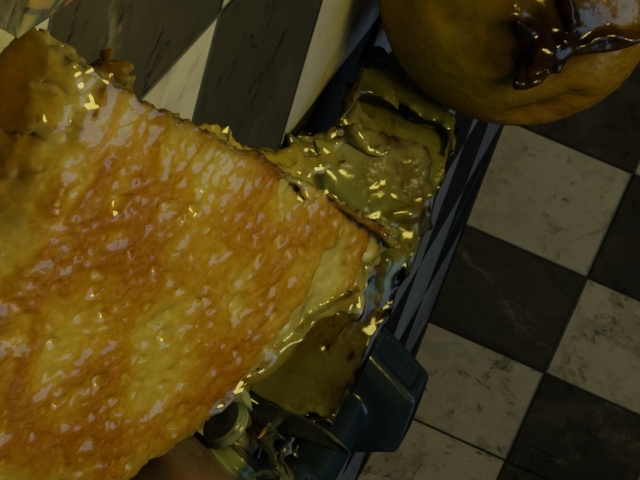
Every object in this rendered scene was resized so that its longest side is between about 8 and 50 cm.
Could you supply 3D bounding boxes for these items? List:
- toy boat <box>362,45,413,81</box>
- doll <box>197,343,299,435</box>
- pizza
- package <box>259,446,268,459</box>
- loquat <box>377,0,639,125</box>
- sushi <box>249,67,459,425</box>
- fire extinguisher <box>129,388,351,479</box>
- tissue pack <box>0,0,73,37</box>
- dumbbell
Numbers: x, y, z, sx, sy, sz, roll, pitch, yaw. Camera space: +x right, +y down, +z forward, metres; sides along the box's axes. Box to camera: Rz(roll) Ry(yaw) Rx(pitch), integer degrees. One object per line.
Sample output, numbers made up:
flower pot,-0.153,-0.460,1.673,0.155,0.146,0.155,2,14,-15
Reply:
toy boat,0.095,-0.213,1.619,0.075,0.077,0.185,93,13,-67
doll,-0.070,0.100,1.328,0.117,0.086,0.291,-62,175,-55
pizza,-0.073,0.026,0.840,0.288,0.075,0.280,-8,128,-49
package,-0.099,0.320,1.979,0.239,0.030,0.154,-59,172,-45
loquat,0.156,-0.199,1.433,0.244,0.244,0.244,24,90,-82
sushi,0.002,0.000,1.461,0.291,0.139,0.131,-65,-168,-2
fire extinguisher,-0.102,0.170,0.908,0.269,0.105,0.105,-43,172,0
tissue pack,-0.098,-0.117,0.688,0.083,0.035,0.063,-50,162,-62
dumbbell,-0.004,0.221,1.915,0.316,0.156,0.143,-57,138,-51
